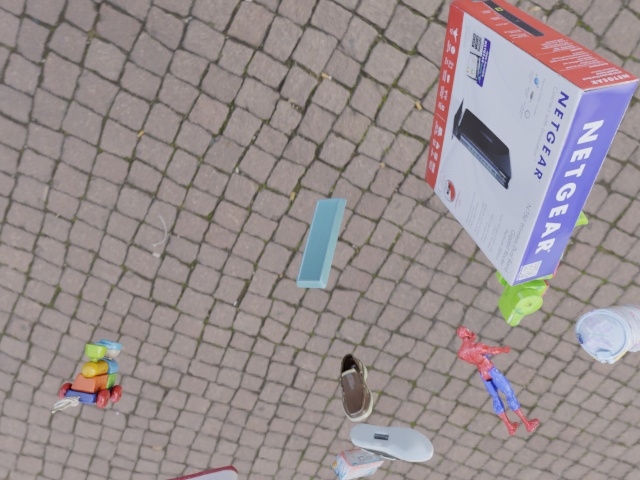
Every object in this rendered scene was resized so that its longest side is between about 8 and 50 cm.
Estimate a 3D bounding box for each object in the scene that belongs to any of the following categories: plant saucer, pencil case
[{"bbox_3d":[0.000,0.000,0.985,0.067,0.192,0.018,-2,154,34],"label":"plant saucer"},{"bbox_3d":[0.721,0.218,1.223,0.273,0.124,0.113,2,155,-45],"label":"pencil case"}]

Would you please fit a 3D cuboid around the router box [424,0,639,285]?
[{"bbox_3d":[0.283,-0.154,0.781,0.082,0.301,0.336,-14,134,-12],"label":"router box"}]

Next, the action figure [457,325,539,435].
[{"bbox_3d":[0.434,0.317,1.249,0.091,0.139,0.281,-35,89,44],"label":"action figure"}]

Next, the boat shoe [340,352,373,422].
[{"bbox_3d":[0.093,0.431,1.513,0.095,0.257,0.095,-27,108,7],"label":"boat shoe"}]

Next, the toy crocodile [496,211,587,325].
[{"bbox_3d":[0.483,0.059,1.139,0.105,0.115,0.341,-1,127,-9],"label":"toy crocodile"}]

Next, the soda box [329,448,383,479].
[{"bbox_3d":[0.112,0.668,1.519,0.183,0.058,0.063,21,109,-49],"label":"soda box"}]

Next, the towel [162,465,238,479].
[{"bbox_3d":[-0.204,0.376,0.528,0.236,0.329,0.037,-10,108,-5],"label":"towel"}]

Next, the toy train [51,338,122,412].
[{"bbox_3d":[-0.523,0.299,1.145,0.105,0.248,0.144,10,79,-1],"label":"toy train"}]

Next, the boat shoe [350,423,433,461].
[{"bbox_3d":[0.187,0.526,1.312,0.219,0.078,0.070,4,142,27],"label":"boat shoe"}]
